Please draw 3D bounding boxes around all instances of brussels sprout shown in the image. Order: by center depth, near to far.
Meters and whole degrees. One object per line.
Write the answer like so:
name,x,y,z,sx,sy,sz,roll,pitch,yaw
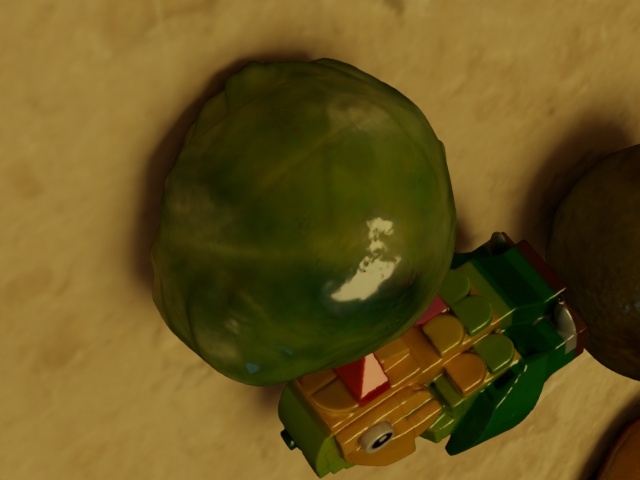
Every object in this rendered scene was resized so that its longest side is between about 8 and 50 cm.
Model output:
brussels sprout,0.003,-0.001,0.622,0.149,0.122,0.151,-11,124,-36

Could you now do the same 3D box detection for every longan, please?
longan,0.212,0.022,0.808,0.145,0.176,0.155,-23,147,24

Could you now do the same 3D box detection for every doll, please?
doll,0.060,0.069,0.742,0.186,0.106,0.134,-18,150,-35

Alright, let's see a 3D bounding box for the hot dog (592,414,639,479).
hot dog,0.246,0.270,1.069,0.135,0.100,0.337,10,110,-46
